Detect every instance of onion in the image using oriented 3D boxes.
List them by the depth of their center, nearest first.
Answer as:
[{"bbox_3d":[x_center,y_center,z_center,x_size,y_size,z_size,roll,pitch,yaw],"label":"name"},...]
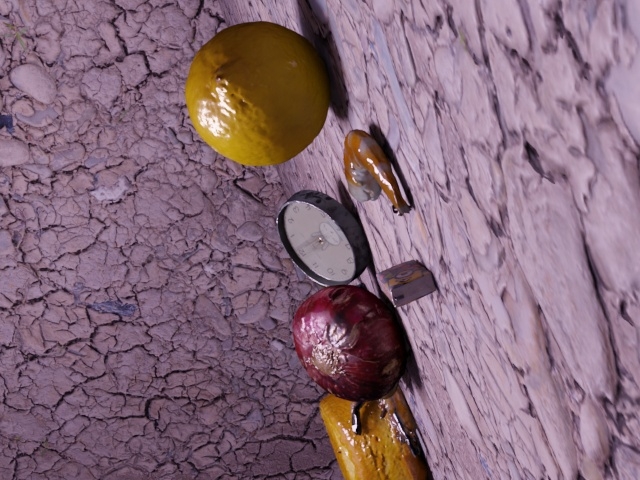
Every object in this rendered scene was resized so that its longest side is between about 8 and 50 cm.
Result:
[{"bbox_3d":[0.063,0.202,1.518,0.246,0.190,0.246,31,136,35],"label":"onion"}]

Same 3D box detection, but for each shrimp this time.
[{"bbox_3d":[0.082,-0.074,1.046,0.166,0.049,0.161,56,167,35],"label":"shrimp"},{"bbox_3d":[0.150,0.436,1.825,0.219,0.152,0.046,60,-174,30],"label":"shrimp"}]

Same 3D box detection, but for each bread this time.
[{"bbox_3d":[0.137,0.542,2.006,0.337,0.204,0.358,147,100,-84],"label":"bread"}]

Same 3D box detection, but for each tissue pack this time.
[{"bbox_3d":[0.116,0.057,1.052,0.083,0.063,0.035,-130,18,-73],"label":"tissue pack"}]

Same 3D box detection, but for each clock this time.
[{"bbox_3d":[0.000,0.000,1.540,0.215,0.042,0.215,28,139,27],"label":"clock"}]

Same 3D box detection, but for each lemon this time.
[{"bbox_3d":[-0.097,-0.231,1.209,0.263,0.236,0.235,-89,-17,-60],"label":"lemon"}]

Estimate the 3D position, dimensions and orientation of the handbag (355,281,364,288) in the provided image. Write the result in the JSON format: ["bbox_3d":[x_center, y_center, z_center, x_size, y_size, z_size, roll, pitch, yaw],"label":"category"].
[{"bbox_3d":[0.076,0.232,1.769,0.179,0.062,0.229,-61,-40,-59],"label":"handbag"}]

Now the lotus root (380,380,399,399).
[{"bbox_3d":[0.131,0.283,1.690,0.192,0.088,0.113,-55,-48,-79],"label":"lotus root"}]

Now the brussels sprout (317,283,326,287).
[{"bbox_3d":[0.014,0.041,1.827,0.155,0.118,0.155,42,143,43],"label":"brussels sprout"}]
